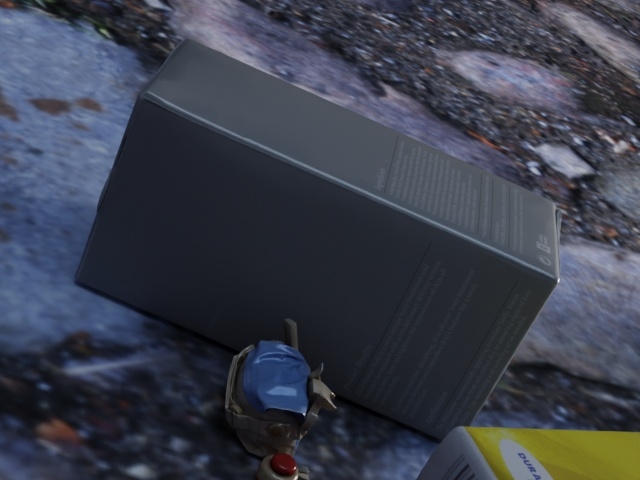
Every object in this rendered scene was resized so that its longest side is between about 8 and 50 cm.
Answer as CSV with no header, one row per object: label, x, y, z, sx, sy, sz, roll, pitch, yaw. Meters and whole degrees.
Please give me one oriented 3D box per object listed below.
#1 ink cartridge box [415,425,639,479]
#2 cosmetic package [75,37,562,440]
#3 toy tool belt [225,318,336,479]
ink cartridge box,0.234,0.215,0.550,0.307,0.072,0.304,4,35,-31
cosmetic package,0.000,0.000,0.660,0.238,0.127,0.107,27,29,-2
toy tool belt,-0.019,0.080,0.586,0.052,0.051,0.083,15,30,-19
